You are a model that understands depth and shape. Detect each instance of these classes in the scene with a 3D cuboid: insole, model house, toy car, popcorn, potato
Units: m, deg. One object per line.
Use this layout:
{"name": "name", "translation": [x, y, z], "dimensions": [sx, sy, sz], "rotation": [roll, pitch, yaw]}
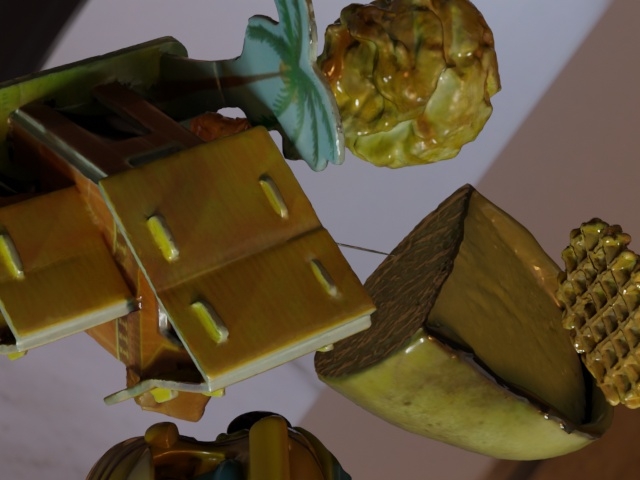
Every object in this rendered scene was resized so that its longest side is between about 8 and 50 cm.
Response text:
{"name": "insole", "translation": [0.000, 0.000, 1.848], "dimensions": [0.153, 0.002, 0.053], "rotation": [12, 179, -19]}
{"name": "model house", "translation": [-0.139, -0.031, 1.444], "dimensions": [0.300, 0.340, 0.323], "rotation": [-21, -141, -33]}
{"name": "toy car", "translation": [-0.103, 0.231, 1.638], "dimensions": [0.142, 0.248, 0.200], "rotation": [50, -153, -50]}
{"name": "popcorn", "translation": [0.095, -0.180, 2.146], "dimensions": [0.184, 0.221, 0.204], "rotation": [-24, -101, -46]}
{"name": "potato", "translation": [0.168, 0.145, 2.219], "dimensions": [0.280, 0.213, 0.330], "rotation": [42, -148, -14]}

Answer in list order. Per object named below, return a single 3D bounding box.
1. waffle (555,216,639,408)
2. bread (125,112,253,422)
{"name": "waffle", "translation": [0.286, 0.071, 1.924], "dimensions": [0.038, 0.191, 0.191], "rotation": [-10, -146, -23]}
{"name": "bread", "translation": [-0.135, 0.025, 1.953], "dimensions": [0.109, 0.380, 0.185], "rotation": [7, -124, -4]}
